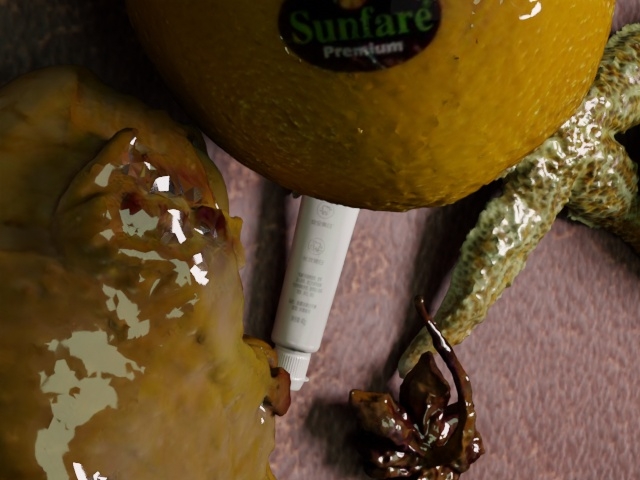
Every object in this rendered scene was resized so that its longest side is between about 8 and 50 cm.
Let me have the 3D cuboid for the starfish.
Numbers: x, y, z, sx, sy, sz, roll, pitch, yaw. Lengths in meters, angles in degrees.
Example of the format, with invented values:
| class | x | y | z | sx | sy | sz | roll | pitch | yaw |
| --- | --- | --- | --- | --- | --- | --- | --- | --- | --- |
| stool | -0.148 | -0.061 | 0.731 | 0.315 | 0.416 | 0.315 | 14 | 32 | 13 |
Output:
| class | x | y | z | sx | sy | sz | roll | pitch | yaw |
| --- | --- | --- | --- | --- | --- | --- | --- | --- | --- |
| starfish | 0.155 | -0.059 | 1.018 | 0.347 | 0.078 | 0.358 | 26 | 79 | -38 |

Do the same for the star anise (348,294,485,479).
| class | x | y | z | sx | sy | sz | roll | pitch | yaw |
| --- | --- | --- | --- | --- | --- | --- | --- | --- | --- |
| star anise | 0.067 | 0.112 | 0.961 | 0.097 | 0.070 | 0.191 | -28 | 123 | -20 |

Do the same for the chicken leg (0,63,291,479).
| class | x | y | z | sx | sy | sz | roll | pitch | yaw |
| --- | --- | --- | --- | --- | --- | --- | --- | --- | --- |
| chicken leg | -0.115 | 0.132 | 0.744 | 0.295 | 0.182 | 0.409 | 46 | 48 | -51 |

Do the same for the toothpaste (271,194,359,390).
| class | x | y | z | sx | sy | sz | roll | pitch | yaw |
| --- | --- | --- | --- | --- | --- | --- | --- | --- | --- |
| toothpaste | 0.000 | 0.000 | 0.916 | 0.048 | 0.031 | 0.190 | 14 | 95 | -8 |

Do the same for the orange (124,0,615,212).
| class | x | y | z | sx | sy | sz | roll | pitch | yaw |
| --- | --- | --- | --- | --- | --- | --- | --- | --- | --- |
| orange | 0.026 | -0.151 | 0.787 | 0.274 | 0.274 | 0.274 | -4 | 97 | -36 |
